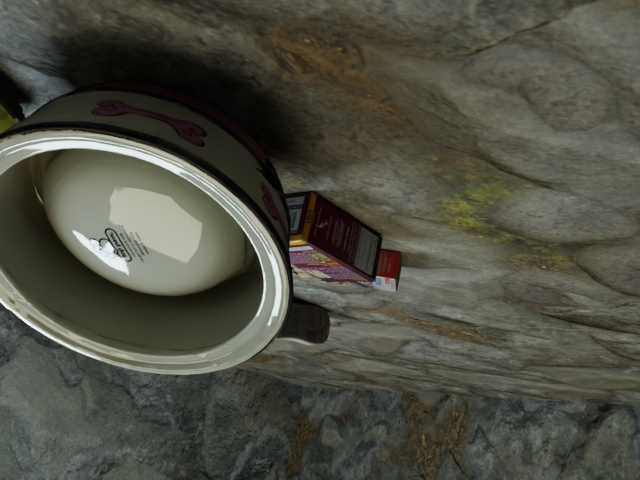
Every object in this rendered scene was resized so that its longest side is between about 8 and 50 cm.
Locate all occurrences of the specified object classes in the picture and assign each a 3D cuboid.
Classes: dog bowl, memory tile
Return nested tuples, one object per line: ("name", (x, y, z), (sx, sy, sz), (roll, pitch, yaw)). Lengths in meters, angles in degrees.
("dog bowl", (-0.221, -0.014, 0.910), (0.408, 0.150, 0.408), (6, 135, 6))
("memory tile", (-0.019, 0.064, 1.491), (0.148, 0.012, 0.113), (8, 163, 13))

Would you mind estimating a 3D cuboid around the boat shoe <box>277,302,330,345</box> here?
("boat shoe", (-0.124, 0.185, 1.778), (0.324, 0.123, 0.116), (27, 160, -37))

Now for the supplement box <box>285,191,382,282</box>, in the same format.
("supplement box", (0.000, 0.000, 1.153), (0.104, 0.081, 0.188), (-3, 157, 40))

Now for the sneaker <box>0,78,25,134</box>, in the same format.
("sneaker", (-0.483, -0.171, 0.824), (0.145, 0.147, 0.384), (5, 163, 16))

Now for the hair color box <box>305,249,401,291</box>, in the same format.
("hair color box", (0.057, 0.045, 1.309), (0.167, 0.053, 0.093), (10, 164, 11))
